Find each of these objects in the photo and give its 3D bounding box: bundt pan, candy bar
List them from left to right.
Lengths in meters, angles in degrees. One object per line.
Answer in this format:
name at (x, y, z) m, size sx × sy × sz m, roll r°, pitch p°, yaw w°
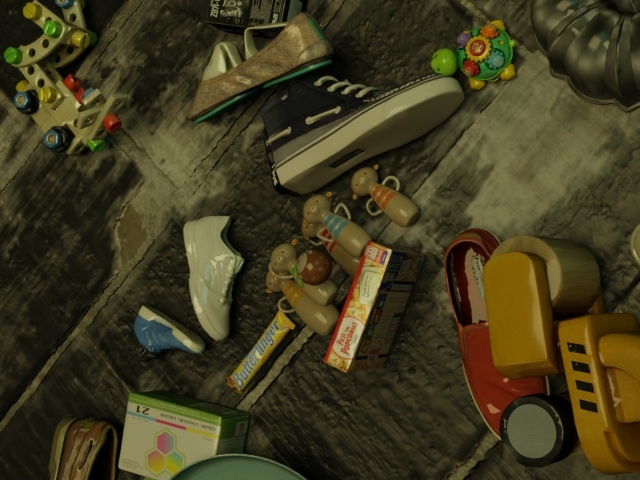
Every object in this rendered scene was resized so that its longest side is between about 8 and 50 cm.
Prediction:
candy bar at (-0.100, 0.187, 1.782) m, size 0.040 × 0.018 × 0.161 m, roll 43°, pitch 104°, yaw 22°
bundt pan at (0.438, -0.351, 1.500) m, size 0.330 × 0.124 × 0.331 m, roll -1°, pitch 87°, yaw 26°

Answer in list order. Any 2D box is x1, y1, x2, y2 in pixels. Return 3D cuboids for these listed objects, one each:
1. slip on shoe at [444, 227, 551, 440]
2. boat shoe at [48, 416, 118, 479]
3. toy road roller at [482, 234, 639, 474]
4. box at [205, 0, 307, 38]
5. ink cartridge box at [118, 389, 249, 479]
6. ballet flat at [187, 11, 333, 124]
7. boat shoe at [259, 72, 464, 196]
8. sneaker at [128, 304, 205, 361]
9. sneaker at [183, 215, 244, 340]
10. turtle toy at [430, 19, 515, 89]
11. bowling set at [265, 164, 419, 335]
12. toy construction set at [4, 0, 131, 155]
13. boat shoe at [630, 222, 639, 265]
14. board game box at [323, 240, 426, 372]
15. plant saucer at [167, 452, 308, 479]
slip on shoe at (0.249, 0.141, 1.570) m, size 0.123 × 0.101 × 0.331 m, roll -17°, pitch 81°, yaw 22°
boat shoe at (-0.414, 0.463, 1.864) m, size 0.104 × 0.110 × 0.307 m, roll 0°, pitch 87°, yaw 27°
toy road roller at (0.373, 0.143, 1.429) m, size 0.240 × 0.202 × 0.330 m, roll -16°, pitch 78°, yaw 36°
box at (-0.096, -0.434, 1.790) m, size 0.147 × 0.077 × 0.180 m, roll 12°, pitch 91°, yaw 26°
ink cartridge box at (-0.237, 0.395, 1.791) m, size 0.188 × 0.097 × 0.255 m, roll 9°, pitch 90°, yaw 26°
ballet flat at (-0.112, -0.286, 1.745) m, size 0.316 × 0.107 × 0.106 m, roll -19°, pitch 98°, yaw 36°
boat shoe at (0.049, -0.210, 1.679) m, size 0.340 × 0.127 × 0.158 m, roll -26°, pitch 69°, yaw 21°
sneaker at (-0.268, 0.179, 1.840) m, size 0.152 × 0.058 × 0.085 m, roll 28°, pitch 93°, yaw 29°
sneaker at (-0.167, 0.059, 1.797) m, size 0.094 × 0.080 × 0.212 m, roll -14°, pitch 79°, yaw 13°
turtle toy at (0.232, -0.280, 1.626) m, size 0.130 × 0.066 × 0.095 m, roll -16°, pitch 79°, yaw 24°
bowling set at (0.000, 0.000, 1.654) m, size 0.154 × 0.200 × 0.287 m, roll 40°, pitch 100°, yaw 24°
toy construction set at (-0.443, -0.279, 1.921) m, size 0.215 × 0.151 × 0.328 m, roll -45°, pitch 58°, yaw 16°
boat shoe at (0.554, 0.082, 1.406) m, size 0.335 × 0.095 × 0.112 m, roll 50°, pitch 132°, yaw 27°
board game box at (0.085, 0.101, 1.626) m, size 0.045 × 0.146 × 0.194 m, roll 22°, pitch 96°, yaw 25°
plant saucer at (-0.117, 0.473, 1.699) m, size 0.317 × 0.044 × 0.318 m, roll 3°, pitch 107°, yaw 8°
